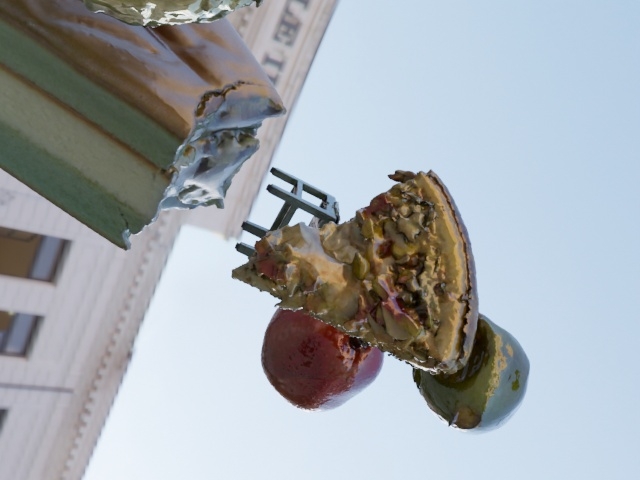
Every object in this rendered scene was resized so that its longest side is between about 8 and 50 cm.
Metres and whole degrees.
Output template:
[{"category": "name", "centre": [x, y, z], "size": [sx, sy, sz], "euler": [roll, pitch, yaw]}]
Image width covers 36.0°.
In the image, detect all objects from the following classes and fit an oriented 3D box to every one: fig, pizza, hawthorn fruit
[{"category": "fig", "centre": [0.182, 0.165, 1.194], "size": [0.144, 0.166, 0.154], "euler": [-4, -74, 9]}, {"category": "pizza", "centre": [0.066, 0.006, 1.164], "size": [0.074, 0.287, 0.251], "euler": [113, 0, -56]}, {"category": "hawthorn fruit", "centre": [0.017, 0.166, 1.538], "size": [0.225, 0.196, 0.196], "euler": [-19, -114, 55]}]

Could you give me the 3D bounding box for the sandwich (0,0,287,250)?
[{"category": "sandwich", "centre": [-0.175, -0.105, 0.763], "size": [0.198, 0.227, 0.155], "euler": [58, -44, 24]}]

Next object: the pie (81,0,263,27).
[{"category": "pie", "centre": [-0.115, -0.290, 0.605], "size": [0.083, 0.339, 0.339], "euler": [131, -40, -72]}]

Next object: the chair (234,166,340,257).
[{"category": "chair", "centre": [0.000, 0.000, 1.747], "size": [0.147, 0.270, 0.136], "euler": [-60, -172, 17]}]
